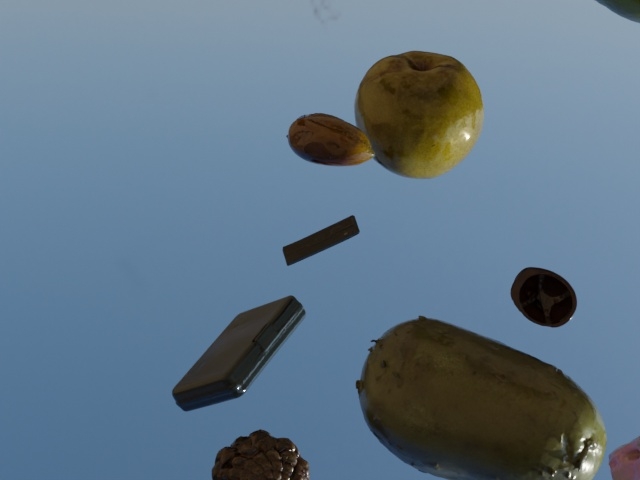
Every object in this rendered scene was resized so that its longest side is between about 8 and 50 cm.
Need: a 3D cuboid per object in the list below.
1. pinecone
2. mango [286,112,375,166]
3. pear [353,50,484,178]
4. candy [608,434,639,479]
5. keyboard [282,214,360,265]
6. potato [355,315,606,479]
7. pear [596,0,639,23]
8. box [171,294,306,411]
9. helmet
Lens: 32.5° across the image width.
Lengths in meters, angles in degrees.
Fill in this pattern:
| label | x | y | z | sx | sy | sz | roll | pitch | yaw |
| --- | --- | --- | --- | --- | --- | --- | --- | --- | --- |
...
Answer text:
| label | x | y | z | sx | sy | sz | roll | pitch | yaw |
| --- | --- | --- | --- | --- | --- | --- | --- | --- | --- |
| pinecone | -0.090 | 0.372 | 1.708 | 0.174 | 0.173 | 0.173 | 0 | -160 | 0 |
| mango | 0.011 | -0.123 | 1.356 | 0.127 | 0.063 | 0.077 | 17 | -173 | 43 |
| pear | 0.158 | -0.195 | 1.759 | 0.209 | 0.208 | 0.209 | 0 | -160 | 0 |
| candy | 0.571 | 0.325 | 1.651 | 0.156 | 0.265 | 0.115 | 0 | -117 | -22 |
| keyboard | 0.000 | 0.000 | 2.095 | 0.155 | 0.010 | 0.053 | -24 | -135 | 8 |
| potato | 0.233 | 0.251 | 1.580 | 0.359 | 0.219 | 0.270 | 19 | 174 | 24 |
| pear | 0.446 | -0.386 | 1.372 | 0.321 | 0.269 | 0.269 | 32 | -160 | -5 |
| box | -0.133 | 0.184 | 1.797 | 0.160 | 0.050 | 0.230 | -22 | -161 | 41 |
| helmet | 0.365 | 0.094 | 1.811 | 0.111 | 0.089 | 0.057 | 35 | 179 | 6 |
